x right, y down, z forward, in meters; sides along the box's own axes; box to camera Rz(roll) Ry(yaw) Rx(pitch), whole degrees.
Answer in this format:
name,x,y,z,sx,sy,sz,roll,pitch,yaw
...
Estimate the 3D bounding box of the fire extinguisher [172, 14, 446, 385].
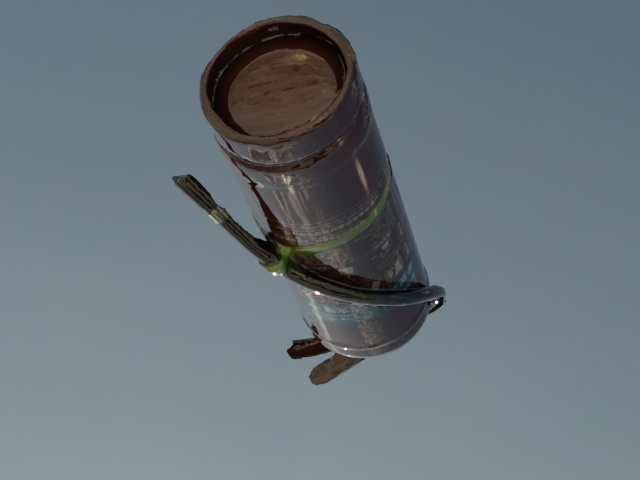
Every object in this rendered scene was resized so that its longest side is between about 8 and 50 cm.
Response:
name,x,y,z,sx,sy,sz,roll,pitch,yaw
fire extinguisher,0.000,0.000,1.070,0.141,0.341,0.105,-15,-125,5
